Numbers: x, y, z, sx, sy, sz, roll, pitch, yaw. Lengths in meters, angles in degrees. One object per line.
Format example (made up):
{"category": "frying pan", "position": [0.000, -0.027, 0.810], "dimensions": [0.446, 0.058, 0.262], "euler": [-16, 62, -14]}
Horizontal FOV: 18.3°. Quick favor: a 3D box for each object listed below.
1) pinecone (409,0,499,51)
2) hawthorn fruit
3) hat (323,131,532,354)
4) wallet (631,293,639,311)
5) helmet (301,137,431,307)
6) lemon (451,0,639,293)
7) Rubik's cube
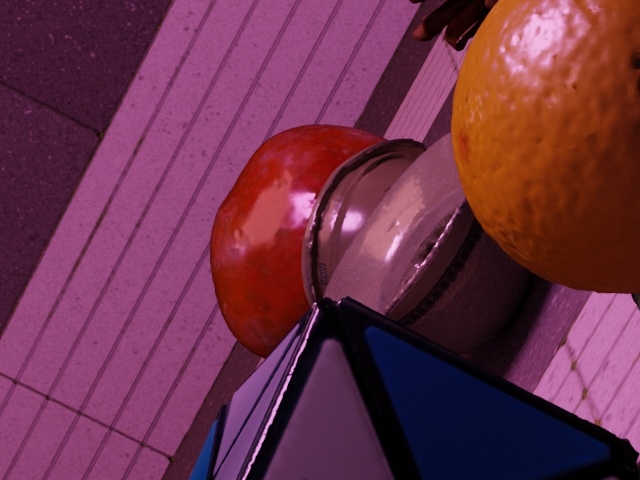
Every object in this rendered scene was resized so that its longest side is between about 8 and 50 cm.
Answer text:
{"category": "pinecone", "position": [0.175, -0.327, 1.849], "dimensions": [0.384, 0.384, 0.384], "euler": [-61, 7, 14]}
{"category": "hawthorn fruit", "position": [0.000, 0.000, 2.288], "dimensions": [0.284, 0.284, 0.284], "euler": [-61, 7, 14]}
{"category": "hat", "position": [0.118, 0.030, 1.820], "dimensions": [0.257, 0.130, 0.257], "euler": [-51, 15, 19]}
{"category": "wallet", "position": [0.259, -0.057, 1.490], "dimensions": [0.236, 0.055, 0.160], "euler": [-83, 15, -68]}
{"category": "helmet", "position": [0.108, 0.002, 2.016], "dimensions": [0.257, 0.137, 0.204], "euler": [-32, -58, -49]}
{"category": "lemon", "position": [0.197, -0.077, 1.271], "dimensions": [0.253, 0.228, 0.228], "euler": [-37, 23, 39]}
{"category": "Rubik's cube", "position": [0.032, 0.217, 1.315], "dimensions": [0.246, 0.250, 0.248], "euler": [-67, 6, -28]}
